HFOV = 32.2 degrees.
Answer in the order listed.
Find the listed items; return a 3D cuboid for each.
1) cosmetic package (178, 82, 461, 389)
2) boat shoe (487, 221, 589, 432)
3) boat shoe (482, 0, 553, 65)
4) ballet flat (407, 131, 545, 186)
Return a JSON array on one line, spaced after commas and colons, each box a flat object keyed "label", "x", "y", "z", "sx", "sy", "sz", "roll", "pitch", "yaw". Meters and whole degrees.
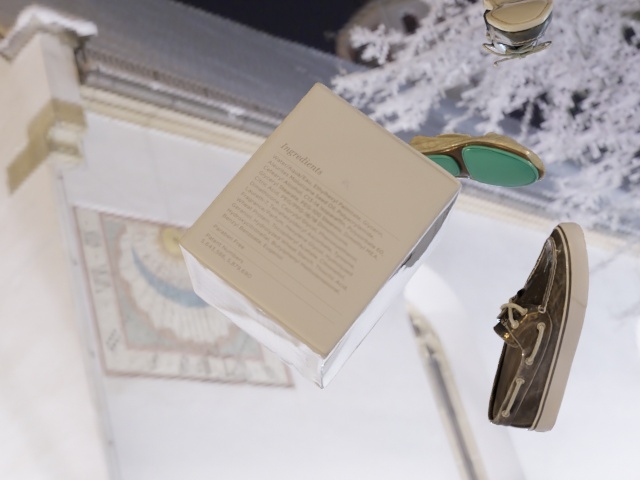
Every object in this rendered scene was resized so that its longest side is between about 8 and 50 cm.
[{"label": "cosmetic package", "x": 0.000, "y": 0.000, "z": 0.940, "sx": 0.183, "sy": 0.151, "sz": 0.151, "roll": -50, "pitch": -10, "yaw": -14}, {"label": "boat shoe", "x": 0.289, "y": 0.118, "z": 1.515, "sx": 0.102, "sy": 0.108, "sz": 0.301, "roll": 6, "pitch": -71, "yaw": -8}, {"label": "boat shoe", "x": 0.266, "y": -0.289, "z": 1.520, "sx": 0.095, "sy": 0.079, "sz": 0.254, "roll": -10, "pitch": 18, "yaw": 0}, {"label": "ballet flat", "x": 0.148, "y": -0.087, "z": 1.089, "sx": 0.168, "sy": 0.052, "sz": 0.057, "roll": 5, "pitch": -43, "yaw": 38}]
